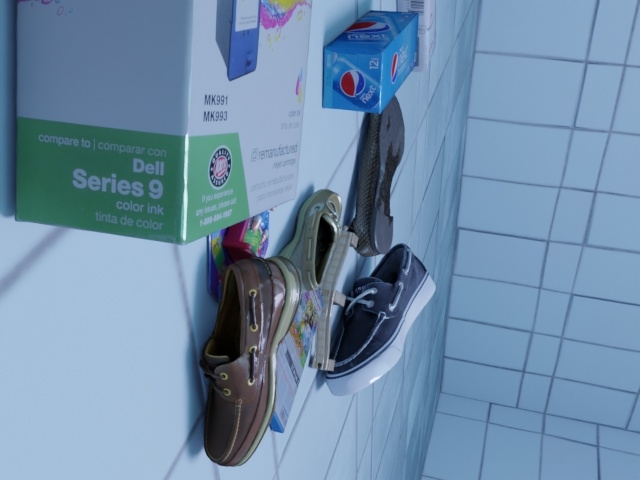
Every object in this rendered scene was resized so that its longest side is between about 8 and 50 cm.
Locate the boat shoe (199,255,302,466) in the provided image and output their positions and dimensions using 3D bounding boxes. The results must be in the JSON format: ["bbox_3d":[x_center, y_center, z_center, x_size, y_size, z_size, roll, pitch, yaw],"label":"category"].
[{"bbox_3d":[-0.069,0.096,0.568,0.060,0.064,0.178,6,102,-42],"label":"boat shoe"}]

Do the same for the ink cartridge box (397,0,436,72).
[{"bbox_3d":[0.175,-0.423,1.175,0.189,0.066,0.232,81,28,-50],"label":"ink cartridge box"}]

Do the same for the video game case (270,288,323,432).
[{"bbox_3d":[-0.032,0.111,0.783,0.119,0.015,0.166,77,26,-53],"label":"video game case"}]

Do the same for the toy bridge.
[{"bbox_3d":[0.015,0.072,0.914,0.063,0.026,0.188,38,61,-72],"label":"toy bridge"}]

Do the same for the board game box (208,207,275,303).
[{"bbox_3d":[-0.051,-0.026,0.594,0.133,0.033,0.169,-47,143,-65],"label":"board game box"}]

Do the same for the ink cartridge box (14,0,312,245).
[{"bbox_3d":[-0.068,-0.118,0.360,0.154,0.093,0.213,-31,126,-70],"label":"ink cartridge box"}]

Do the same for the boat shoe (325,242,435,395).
[{"bbox_3d":[0.079,0.104,1.051,0.102,0.108,0.301,60,42,-15],"label":"boat shoe"}]

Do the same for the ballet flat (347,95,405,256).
[{"bbox_3d":[0.076,-0.096,1.011,0.084,0.058,0.250,28,65,-52],"label":"ballet flat"}]

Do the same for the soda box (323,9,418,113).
[{"bbox_3d":[0.065,-0.218,0.849,0.210,0.067,0.071,-58,152,-57],"label":"soda box"}]

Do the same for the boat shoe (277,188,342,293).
[{"bbox_3d":[-0.001,-0.001,0.745,0.153,0.048,0.056,-60,136,-48],"label":"boat shoe"}]
